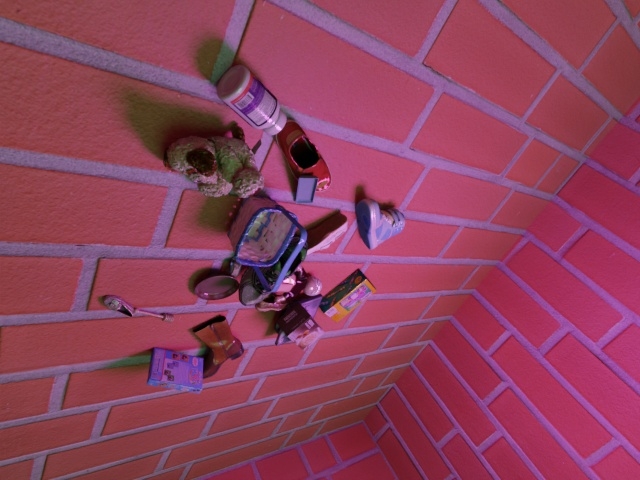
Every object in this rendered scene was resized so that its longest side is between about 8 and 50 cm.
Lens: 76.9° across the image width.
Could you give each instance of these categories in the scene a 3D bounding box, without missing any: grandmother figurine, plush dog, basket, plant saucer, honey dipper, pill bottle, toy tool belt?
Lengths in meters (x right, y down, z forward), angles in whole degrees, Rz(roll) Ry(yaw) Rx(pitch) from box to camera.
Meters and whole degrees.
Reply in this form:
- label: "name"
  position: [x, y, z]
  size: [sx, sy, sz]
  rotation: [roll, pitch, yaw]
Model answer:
- label: "grandmother figurine"
  position: [-0.132, 0.189, 1.744]
  size: [0.342, 0.104, 0.208]
  rotation: [12, 125, -42]
- label: "plush dog"
  position: [-0.306, -0.226, 1.113]
  size: [0.225, 0.262, 0.211]
  rotation: [-4, 99, -48]
- label: "basket"
  position: [-0.173, -0.007, 1.351]
  size: [0.201, 0.289, 0.255]
  rotation: [10, 121, -42]
- label: "plant saucer"
  position: [-0.399, 0.175, 1.553]
  size: [0.168, 0.029, 0.168]
  rotation: [-13, 145, -9]
- label: "honey dipper"
  position: [-0.625, 0.279, 1.507]
  size: [0.030, 0.030, 0.160]
  rotation: [-47, 140, 13]
- label: "plant saucer"
  position: [-0.051, -0.179, 1.420]
  size: [0.067, 0.018, 0.192]
  rotation: [-1, 161, -8]
- label: "pill bottle"
  position: [-0.181, -0.377, 1.111]
  size: [0.108, 0.108, 0.193]
  rotation: [-44, 142, 9]
- label: "toy tool belt"
  position: [-0.328, 0.094, 1.531]
  size: [0.051, 0.052, 0.083]
  rotation: [21, 119, 2]

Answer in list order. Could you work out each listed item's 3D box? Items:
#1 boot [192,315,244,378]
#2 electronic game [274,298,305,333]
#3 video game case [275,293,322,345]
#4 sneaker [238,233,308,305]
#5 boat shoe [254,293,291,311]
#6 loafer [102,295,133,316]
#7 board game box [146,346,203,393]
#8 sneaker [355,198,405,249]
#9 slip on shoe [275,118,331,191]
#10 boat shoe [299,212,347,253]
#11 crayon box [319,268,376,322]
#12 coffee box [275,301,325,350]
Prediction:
- label: "boot"
  position: [-0.489, 0.476, 1.768]
  size: [0.264, 0.096, 0.280]
  rotation: [-23, 137, -7]
- label: "electronic game"
  position: [-0.127, 0.377, 1.983]
  size: [0.229, 0.048, 0.229]
  rotation: [-29, 144, -23]
- label: "video game case"
  position: [-0.106, 0.384, 1.946]
  size: [0.196, 0.026, 0.274]
  rotation: [-13, 136, -40]
- label: "sneaker"
  position: [-0.186, 0.116, 1.511]
  size: [0.134, 0.146, 0.343]
  rotation: [42, 97, -12]
- label: "boat shoe"
  position: [-0.204, 0.274, 1.802]
  size: [0.178, 0.064, 0.060]
  rotation: [-2, 132, -33]
- label: "loafer"
  position: [-0.693, 0.229, 1.391]
  size: [0.045, 0.039, 0.125]
  rotation: [-37, 143, 1]
- label: "board game box"
  position: [-0.585, 0.529, 1.640]
  size: [0.211, 0.160, 0.039]
  rotation: [22, 116, -27]
- label: "sneaker"
  position: [0.270, -0.107, 1.736]
  size: [0.208, 0.127, 0.319]
  rotation: [-28, 151, -9]
- label: "slip on shoe"
  position: [-0.043, -0.261, 1.347]
  size: [0.123, 0.101, 0.331]
  rotation: [-39, 144, -1]
- label: "boat shoe"
  position: [0.000, 0.000, 1.652]
  size: [0.277, 0.098, 0.096]
  rotation: [-31, 141, -10]
- label: "crayon box"
  position: [0.138, 0.287, 2.071]
  size: [0.278, 0.081, 0.165]
  rotation: [-39, 143, 3]
- label: "coffee box"
  position: [-0.088, 0.404, 1.872]
  size: [0.141, 0.098, 0.246]
  rotation: [-40, 147, -9]
